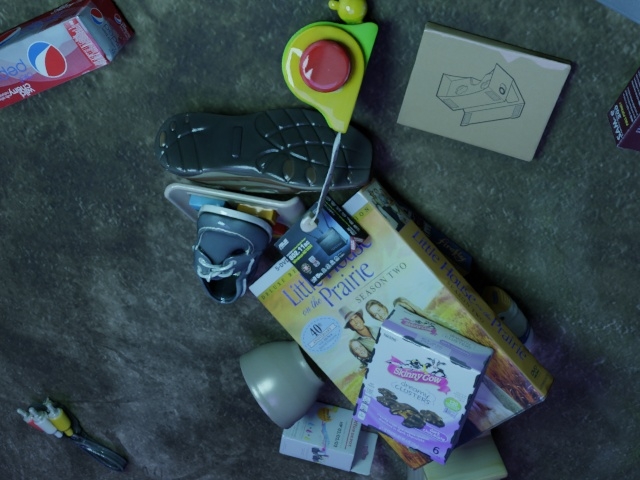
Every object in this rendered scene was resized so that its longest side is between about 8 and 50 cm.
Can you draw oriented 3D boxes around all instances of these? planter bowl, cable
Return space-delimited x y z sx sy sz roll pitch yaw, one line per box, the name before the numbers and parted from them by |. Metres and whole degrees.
planter bowl | -0.058 0.248 1.720 0.109 0.162 0.162 -35 117 9
cable | -0.562 0.447 2.102 0.140 0.072 0.287 -12 127 33

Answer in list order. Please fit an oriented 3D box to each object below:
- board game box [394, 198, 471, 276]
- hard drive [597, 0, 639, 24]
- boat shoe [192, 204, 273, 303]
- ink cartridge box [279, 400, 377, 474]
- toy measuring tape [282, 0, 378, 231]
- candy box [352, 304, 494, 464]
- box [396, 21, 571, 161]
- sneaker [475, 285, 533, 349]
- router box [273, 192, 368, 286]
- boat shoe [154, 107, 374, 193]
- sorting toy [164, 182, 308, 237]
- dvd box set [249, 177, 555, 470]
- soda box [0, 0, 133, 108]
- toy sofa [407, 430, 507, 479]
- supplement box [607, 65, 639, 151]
board game box | 0.106 0.053 1.553 0.165 0.042 0.243 37 131 -16
hard drive | 0.393 -0.316 1.141 0.135 0.022 0.094 26 134 -7
boat shoe | -0.144 0.027 1.474 0.116 0.099 0.319 15 164 -1
ink cartridge box | 0.021 0.381 1.837 0.181 0.104 0.061 14 134 4
toy measuring tape | -0.013 -0.180 1.280 0.122 0.121 0.330 17 105 1
candy box | 0.153 0.220 1.435 0.165 0.070 0.196 25 125 16
box | 0.221 -0.204 1.298 0.201 0.021 0.164 17 134 3
sneaker | 0.221 0.191 1.597 0.296 0.111 0.131 -27 120 36
router box | 0.000 0.000 1.421 0.092 0.038 0.122 46 127 1
boat shoe | -0.080 -0.127 1.412 0.324 0.122 0.120 7 166 7
sorting toy | -0.122 -0.040 1.475 0.208 0.038 0.193 6 168 10
dvd box set | 0.119 0.145 1.497 0.420 0.062 0.308 49 128 -2
soda box | -0.410 -0.275 1.379 0.263 0.092 0.083 -14 125 28
toy sofa | 0.264 0.506 1.869 0.150 0.177 0.362 -11 131 -6
supplement box | 0.477 -0.208 1.163 0.130 0.073 0.239 13 135 -13
